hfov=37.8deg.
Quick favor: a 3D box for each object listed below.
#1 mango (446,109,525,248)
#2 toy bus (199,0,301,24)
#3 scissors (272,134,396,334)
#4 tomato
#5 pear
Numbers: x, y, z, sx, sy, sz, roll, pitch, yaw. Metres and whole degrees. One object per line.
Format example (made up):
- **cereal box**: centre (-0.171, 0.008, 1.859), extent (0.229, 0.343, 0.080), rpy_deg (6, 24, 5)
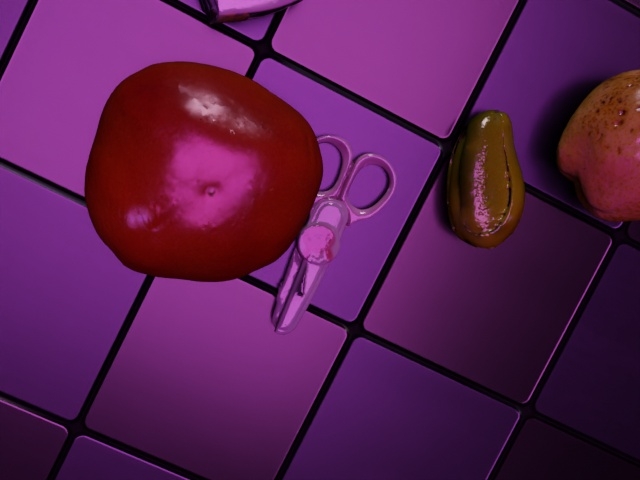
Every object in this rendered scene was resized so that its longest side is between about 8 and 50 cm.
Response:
- **mango**: centre (0.196, -0.072, 1.104), extent (0.091, 0.074, 0.165), rpy_deg (7, 85, -3)
- **toy bus**: centre (-0.088, -0.412, 1.005), extent (0.138, 0.097, 0.342), rpy_deg (-8, 98, -14)
- **scissors**: centre (0.000, 0.000, 1.106), extent (0.118, 0.030, 0.242), rpy_deg (22, 91, -10)
- **tomato**: centre (-0.125, -0.066, 1.006), extent (0.260, 0.180, 0.259), rpy_deg (-1, 101, -8)
- **pear**: centre (0.362, -0.104, 1.085), extent (0.178, 0.178, 0.178), rpy_deg (-1, 98, -8)
